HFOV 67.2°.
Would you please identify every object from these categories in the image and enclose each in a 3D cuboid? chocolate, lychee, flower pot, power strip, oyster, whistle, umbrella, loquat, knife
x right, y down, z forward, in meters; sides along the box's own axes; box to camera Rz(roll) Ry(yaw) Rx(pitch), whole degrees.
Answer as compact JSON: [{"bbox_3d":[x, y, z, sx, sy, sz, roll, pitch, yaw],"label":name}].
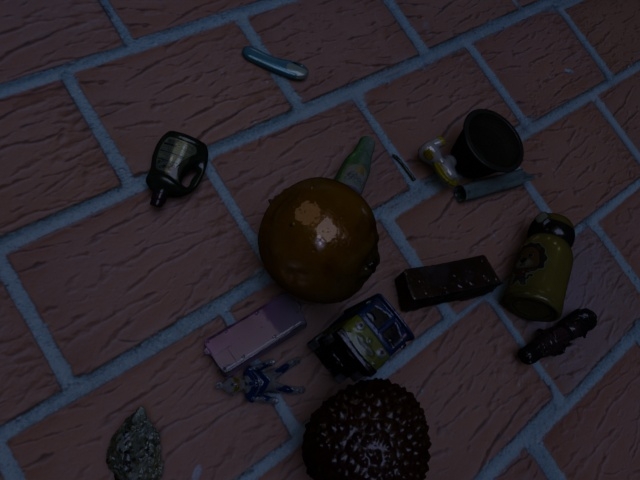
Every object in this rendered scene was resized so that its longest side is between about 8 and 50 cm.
[{"bbox_3d":[0.384,0.124,1.452,0.320,0.112,0.112,-8,65,-18],"label":"chocolate"},{"bbox_3d":[0.112,0.487,1.138,0.306,0.306,0.330,37,70,-3],"label":"lychee"},{"bbox_3d":[0.532,-0.301,1.605,0.235,0.148,0.236,9,66,-21],"label":"flower pot"},{"bbox_3d":[-0.165,0.242,1.252,0.278,0.038,0.109,-29,61,-24],"label":"power strip"},{"bbox_3d":[-0.423,0.482,1.098,0.124,0.064,0.177,-21,81,-26],"label":"oyster"},{"bbox_3d":[0.597,-0.192,1.641,0.312,0.062,0.062,-16,77,-21],"label":"whistle"},{"bbox_3d":[0.746,0.304,1.507,0.325,0.090,0.094,-24,84,-23],"label":"umbrella"},{"bbox_3d":[0.000,0.000,1.250,0.328,0.328,0.329,5,71,-16],"label":"loquat"},{"bbox_3d":[-0.146,-0.572,1.553,0.221,0.031,0.064,19,72,-7],"label":"knife"},{"bbox_3d":[0.097,-0.196,1.469,0.110,0.110,0.291,28,64,-7],"label":"chocolate"}]

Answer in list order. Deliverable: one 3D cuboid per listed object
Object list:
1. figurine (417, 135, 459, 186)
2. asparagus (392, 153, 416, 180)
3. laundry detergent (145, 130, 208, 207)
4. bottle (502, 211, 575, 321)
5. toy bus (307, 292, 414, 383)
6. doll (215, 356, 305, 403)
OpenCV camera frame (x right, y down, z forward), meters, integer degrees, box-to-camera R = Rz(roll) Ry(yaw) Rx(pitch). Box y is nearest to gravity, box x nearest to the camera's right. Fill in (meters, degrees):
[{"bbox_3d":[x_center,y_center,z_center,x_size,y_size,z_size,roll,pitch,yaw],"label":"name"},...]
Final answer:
[{"bbox_3d":[0.392,-0.248,1.572,0.178,0.109,0.130,46,30,-14],"label":"figurine"},{"bbox_3d":[0.275,-0.242,1.583,0.015,0.014,0.114,-33,83,-41],"label":"asparagus"},{"bbox_3d":[-0.397,-0.183,1.318,0.144,0.078,0.222,19,67,-15],"label":"laundry detergent"},{"bbox_3d":[0.707,0.069,1.533,0.171,0.171,0.351,29,64,-6],"label":"bottle"},{"bbox_3d":[0.091,0.252,1.211,0.175,0.288,0.138,-36,85,-23],"label":"toy bus"},{"bbox_3d":[-0.151,0.364,1.225,0.227,0.057,0.114,-4,77,-20],"label":"doll"}]
